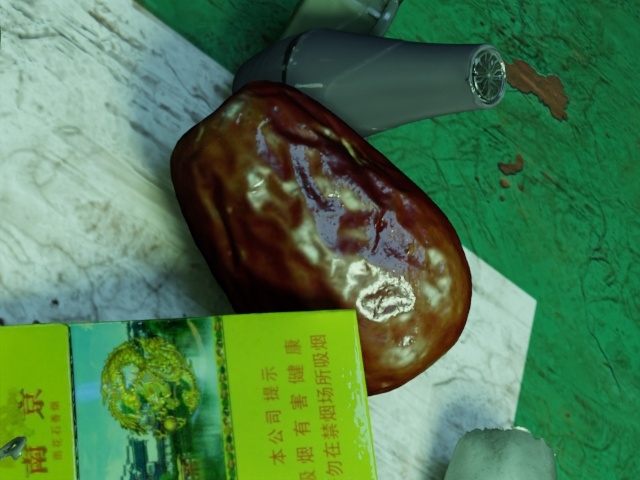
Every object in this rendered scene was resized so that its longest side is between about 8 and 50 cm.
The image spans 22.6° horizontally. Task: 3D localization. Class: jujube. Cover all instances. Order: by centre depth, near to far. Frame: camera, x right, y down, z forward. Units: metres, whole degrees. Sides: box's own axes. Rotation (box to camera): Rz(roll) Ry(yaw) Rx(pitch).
[{"bbox_3d":[0.000,0.000,1.514,0.318,0.223,0.223,51,44,-6],"label":"jujube"}]

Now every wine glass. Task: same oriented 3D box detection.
[{"bbox_3d":[0.169,0.308,1.566,0.126,0.126,0.241,30,53,-26],"label":"wine glass"}]

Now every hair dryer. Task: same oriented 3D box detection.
[{"bbox_3d":[0.079,-0.047,1.626,0.121,0.301,0.361,-40,120,-41],"label":"hair dryer"}]

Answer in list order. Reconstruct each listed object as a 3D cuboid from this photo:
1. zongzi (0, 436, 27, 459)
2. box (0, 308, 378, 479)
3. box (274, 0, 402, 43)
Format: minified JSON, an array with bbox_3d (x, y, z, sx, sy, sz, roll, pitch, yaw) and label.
[{"bbox_3d":[-0.473,0.070,1.155,0.181,0.418,0.447,-116,-174,-53],"label":"zongzi"},{"bbox_3d":[-0.126,0.156,1.335,0.335,0.047,0.187,-3,67,-10],"label":"box"},{"bbox_3d":[0.018,-0.236,1.710,0.093,0.172,0.124,30,47,-6],"label":"box"}]
